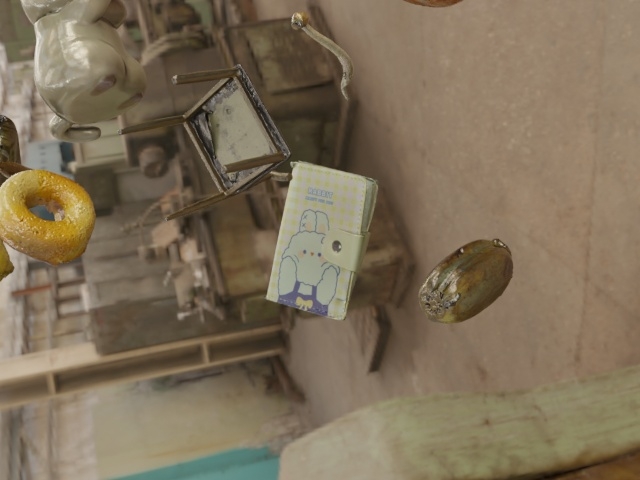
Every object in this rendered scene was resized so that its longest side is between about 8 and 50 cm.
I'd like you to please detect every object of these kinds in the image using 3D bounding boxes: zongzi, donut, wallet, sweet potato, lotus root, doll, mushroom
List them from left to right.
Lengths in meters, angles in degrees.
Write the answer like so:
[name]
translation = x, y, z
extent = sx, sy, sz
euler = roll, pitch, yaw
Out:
[zongzi]
translation = -0.908, -0.226, 2.179
extent = 0.286, 0.300, 0.138
euler = 120, 157, -62
[sweet potato]
translation = -0.680, -0.137, 2.082
extent = 0.274, 0.067, 0.067
euler = 31, -142, -58
[donut]
translation = -0.490, -0.051, 1.560
extent = 0.075, 0.190, 0.174
euler = -39, 23, 46
[doll]
translation = -0.472, -0.399, 1.719
extent = 0.215, 0.226, 0.370
euler = 3, -103, -60
[wallet]
translation = 0.000, 0.000, 1.829
extent = 0.223, 0.077, 0.309
euler = 15, 98, 32
[mushroom]
translation = 0.026, -0.391, 1.875
extent = 0.068, 0.043, 0.306
euler = 25, 169, 36
[lotus root]
translation = 0.294, 0.082, 1.742
extent = 0.124, 0.241, 0.123
euler = 36, 139, 31

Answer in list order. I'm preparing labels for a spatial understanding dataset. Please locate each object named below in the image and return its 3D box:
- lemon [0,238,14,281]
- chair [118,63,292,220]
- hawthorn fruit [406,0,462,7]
[lemon]
translation = -0.849, 0.024, 1.934
extent = 0.268, 0.322, 0.268
euler = -179, 90, -81
[chair]
translation = -0.144, -0.166, 1.378
extent = 0.166, 0.272, 0.188
euler = -33, 84, 36
[hawthorn fruit]
translation = 0.172, -0.478, 1.435
extent = 0.262, 0.211, 0.210
euler = -8, 92, 63
